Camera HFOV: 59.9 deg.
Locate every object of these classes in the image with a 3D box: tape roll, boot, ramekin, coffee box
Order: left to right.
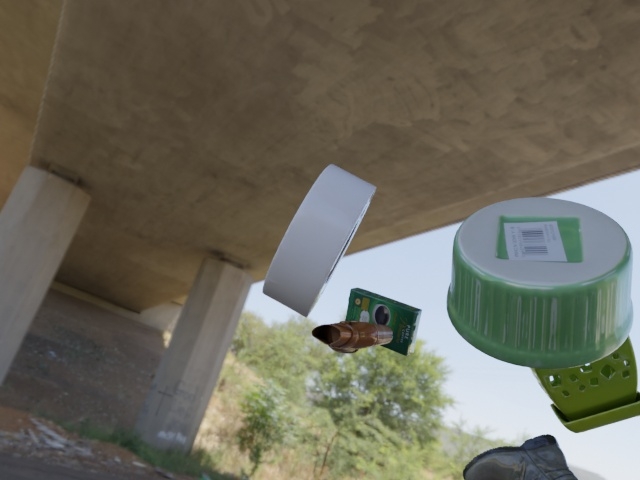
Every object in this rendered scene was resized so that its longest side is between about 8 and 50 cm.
[{"bbox_3d":[0.000,0.000,1.061,0.100,0.286,0.286,27,-18,5],"label":"tape roll"},{"bbox_3d":[0.038,0.206,1.204,0.152,0.073,0.197,7,-20,-39],"label":"boot"},{"bbox_3d":[0.146,0.192,1.329,0.184,0.113,0.040,15,12,35],"label":"coffee box"},{"bbox_3d":[0.455,0.548,1.253,0.246,0.161,0.083,-24,-58,10],"label":"boot"},{"bbox_3d":[0.363,0.053,0.933,0.303,0.303,0.148,8,-52,28],"label":"ramekin"}]

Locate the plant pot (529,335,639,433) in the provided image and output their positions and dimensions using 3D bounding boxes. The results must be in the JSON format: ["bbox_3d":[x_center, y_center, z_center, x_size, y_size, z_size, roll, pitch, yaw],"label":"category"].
[{"bbox_3d":[0.642,0.331,1.355,0.227,0.207,0.228,-22,-6,11],"label":"plant pot"}]
